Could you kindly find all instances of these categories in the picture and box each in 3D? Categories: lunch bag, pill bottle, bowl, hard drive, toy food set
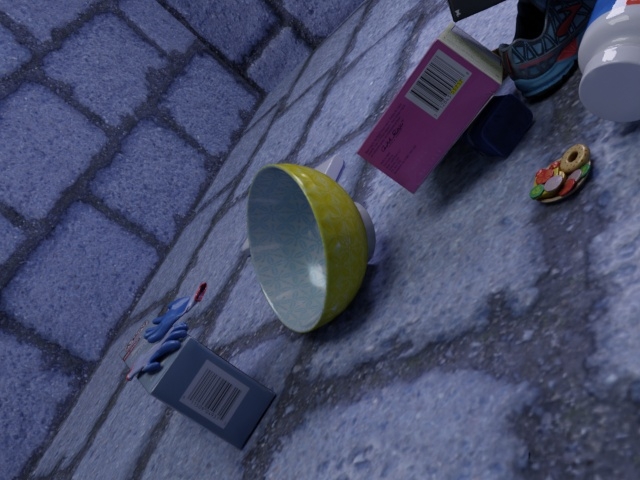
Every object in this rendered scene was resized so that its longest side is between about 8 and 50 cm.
[{"bbox_3d":[0.272,-0.176,0.888,0.098,0.067,0.065,-53,20,-3],"label":"lunch bag"},{"bbox_3d":[0.391,-0.254,0.692,0.124,0.124,0.221,-18,38,56],"label":"pill bottle"},{"bbox_3d":[0.000,0.000,0.980,0.156,0.289,0.289,-13,2,-29],"label":"bowl"},{"bbox_3d":[-0.077,-0.087,1.507,0.319,0.040,0.210,-26,31,48],"label":"hard drive"},{"bbox_3d":[0.305,-0.082,0.722,0.083,0.020,0.082,-27,31,47],"label":"toy food set"}]

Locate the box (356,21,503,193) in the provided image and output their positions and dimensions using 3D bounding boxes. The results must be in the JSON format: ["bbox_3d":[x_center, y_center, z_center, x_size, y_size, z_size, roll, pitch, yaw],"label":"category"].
[{"bbox_3d":[0.189,-0.229,0.947,0.213,0.117,0.243,-54,1,31],"label":"box"}]

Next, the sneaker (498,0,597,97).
[{"bbox_3d":[0.378,-0.360,0.900,0.261,0.125,0.104,-56,21,-13],"label":"sneaker"}]

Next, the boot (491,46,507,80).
[{"bbox_3d":[0.299,-0.311,1.086,0.158,0.059,0.084,-44,16,20],"label":"boot"}]

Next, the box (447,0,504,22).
[{"bbox_3d":[0.341,-0.448,0.876,0.261,0.103,0.184,-10,22,43],"label":"box"}]

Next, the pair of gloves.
[{"bbox_3d":[-0.268,0.157,0.976,0.159,0.023,0.198,-37,21,27],"label":"pair of gloves"}]

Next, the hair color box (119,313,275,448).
[{"bbox_3d":[-0.250,0.250,1.077,0.113,0.185,0.374,-56,21,-17],"label":"hair color box"}]
